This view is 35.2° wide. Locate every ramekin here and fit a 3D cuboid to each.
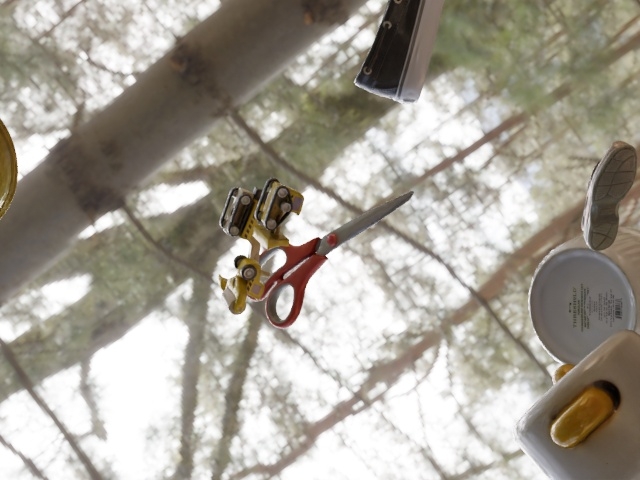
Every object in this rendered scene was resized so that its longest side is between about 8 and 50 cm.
[{"bbox_3d":[0.380,0.085,1.365,0.109,0.207,0.207,-3,-126,-45],"label":"ramekin"}]

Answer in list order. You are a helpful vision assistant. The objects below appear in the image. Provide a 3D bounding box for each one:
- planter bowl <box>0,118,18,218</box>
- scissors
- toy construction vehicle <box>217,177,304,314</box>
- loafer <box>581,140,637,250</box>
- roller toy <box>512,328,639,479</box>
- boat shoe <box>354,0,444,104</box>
[{"bbox_3d":[-0.458,-0.072,1.134,0.217,0.217,0.090,50,-169,-23],"label":"planter bowl"},{"bbox_3d":[0.000,0.000,1.308,0.021,0.297,0.109,4,-133,-47],"label":"scissors"},{"bbox_3d":[-0.044,0.001,0.718,0.035,0.098,0.086,15,-171,-26],"label":"toy construction vehicle"},{"bbox_3d":[0.292,-0.050,1.044,0.039,0.045,0.125,-113,23,-54],"label":"loafer"},{"bbox_3d":[0.320,0.201,1.147,0.146,0.209,0.191,48,147,17],"label":"roller toy"},{"bbox_3d":[0.078,-0.244,0.936,0.076,0.228,0.080,11,-165,-2],"label":"boat shoe"}]
